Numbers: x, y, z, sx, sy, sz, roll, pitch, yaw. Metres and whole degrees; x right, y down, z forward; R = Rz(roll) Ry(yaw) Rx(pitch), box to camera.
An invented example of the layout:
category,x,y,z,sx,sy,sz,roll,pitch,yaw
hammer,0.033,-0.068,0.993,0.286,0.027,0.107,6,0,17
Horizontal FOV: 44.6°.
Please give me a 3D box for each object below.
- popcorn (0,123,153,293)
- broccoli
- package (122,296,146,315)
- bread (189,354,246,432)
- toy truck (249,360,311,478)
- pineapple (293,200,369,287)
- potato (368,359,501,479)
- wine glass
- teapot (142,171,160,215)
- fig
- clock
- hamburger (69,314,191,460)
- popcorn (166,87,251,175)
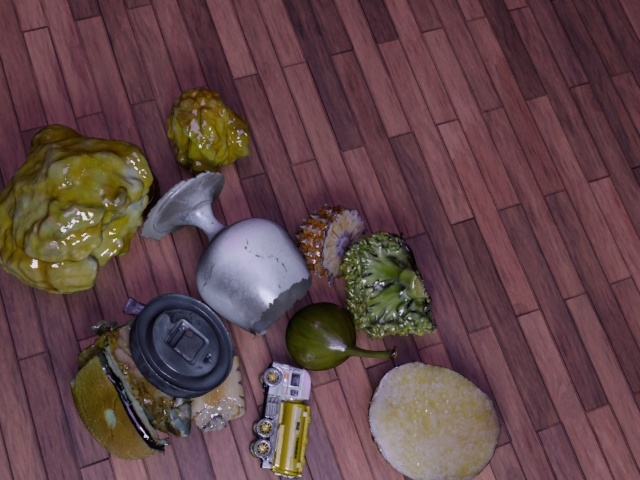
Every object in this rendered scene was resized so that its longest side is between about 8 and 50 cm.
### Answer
category,x,y,z,sx,sy,sz,roll,pitch,yaw
popcorn,-0.518,-0.067,1.569,0.292,0.293,0.334,28,70,3
broccoli,0.130,0.107,1.638,0.180,0.273,0.242,-21,94,6
package,-0.365,0.157,1.666,0.110,0.015,0.037,22,72,1
bread,-0.216,0.301,1.602,0.119,0.084,0.177,-2,64,-12
toy truck,-0.078,0.367,1.599,0.114,0.098,0.227,9,74,-9
pineapple,-0.001,-0.003,1.720,0.137,0.161,0.176,16,70,37
potato,0.219,0.380,1.628,0.299,0.116,0.239,24,77,-12
wine glass,-0.183,0.029,1.625,0.238,0.238,0.323,-39,73,-17
teapot,-0.403,-0.109,1.711,0.098,0.078,0.129,-9,74,-10
fig,0.041,0.222,1.589,0.151,0.151,0.259,-45,45,-18
clock,-0.270,0.206,1.524,0.215,0.042,0.215,26,42,-26
hamburger,-0.381,0.292,1.525,0.168,0.192,0.288,-22,82,-50
popcorn,-0.253,-0.242,1.727,0.155,0.197,0.197,-29,78,-31
